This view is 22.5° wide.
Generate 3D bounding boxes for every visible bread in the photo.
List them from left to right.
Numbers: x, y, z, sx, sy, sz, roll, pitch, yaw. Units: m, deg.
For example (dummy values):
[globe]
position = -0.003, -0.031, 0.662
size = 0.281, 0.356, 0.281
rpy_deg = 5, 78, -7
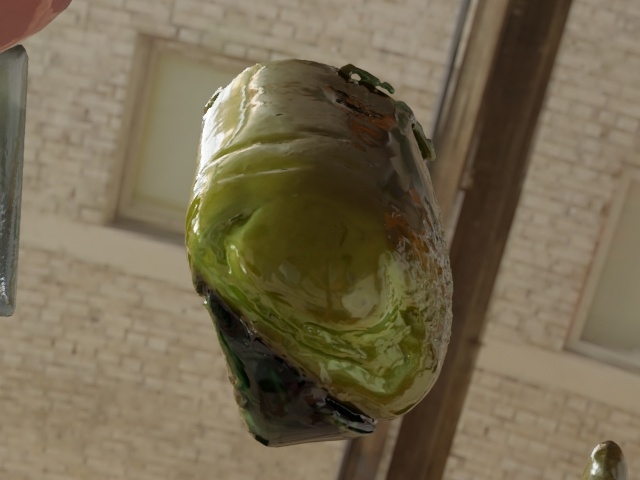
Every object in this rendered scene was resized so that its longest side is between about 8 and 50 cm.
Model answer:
[bread]
position = 0.000, 0.000, 1.346
size = 0.208, 0.251, 0.376
rpy_deg = -18, -158, 9

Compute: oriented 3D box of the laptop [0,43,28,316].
[laptop]
position = -0.350, -0.061, 1.509
size = 0.015, 0.269, 0.188
rpy_deg = 3, 180, 34

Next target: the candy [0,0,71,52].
[candy]
position = -0.253, -0.175, 0.929
size = 0.255, 0.255, 0.094
rpy_deg = -2, -111, -31

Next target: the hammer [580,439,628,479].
[hammer]
position = 0.245, 0.328, 1.456
size = 0.113, 0.305, 0.202
rpy_deg = 8, -172, 9
